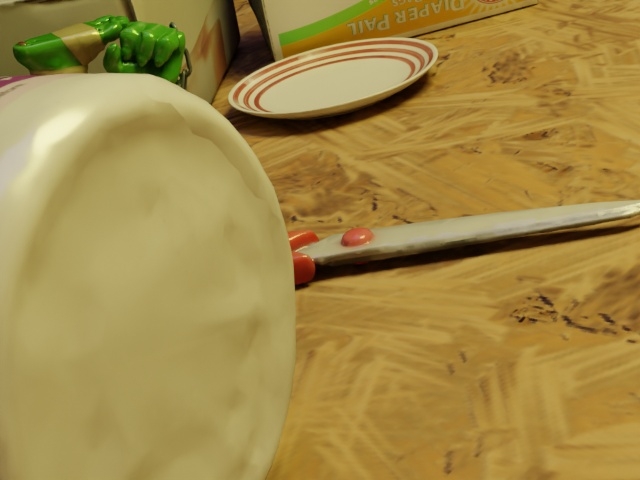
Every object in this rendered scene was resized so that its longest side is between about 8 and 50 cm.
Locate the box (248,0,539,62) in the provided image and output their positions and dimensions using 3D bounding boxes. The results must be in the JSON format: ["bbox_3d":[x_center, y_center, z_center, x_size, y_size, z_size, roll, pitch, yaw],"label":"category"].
[{"bbox_3d":[0.046,-0.217,0.950,0.203,0.103,0.114,-16,39,-5],"label":"box"}]

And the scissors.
[{"bbox_3d":[0.000,0.000,0.623,0.297,0.021,0.109,-16,22,-1],"label":"scissors"}]

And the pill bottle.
[{"bbox_3d":[-0.174,0.029,0.472,0.302,0.169,0.169,2,28,31],"label":"pill bottle"}]

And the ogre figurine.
[{"bbox_3d":[-0.155,-0.051,0.702,0.197,0.118,0.097,-10,20,4],"label":"ogre figurine"}]

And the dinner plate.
[{"bbox_3d":[0.009,-0.104,0.856,0.141,0.017,0.141,-11,24,5],"label":"dinner plate"}]

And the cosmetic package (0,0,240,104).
[{"bbox_3d":[-0.154,-0.137,0.878,0.153,0.129,0.296,-8,24,10],"label":"cosmetic package"}]
